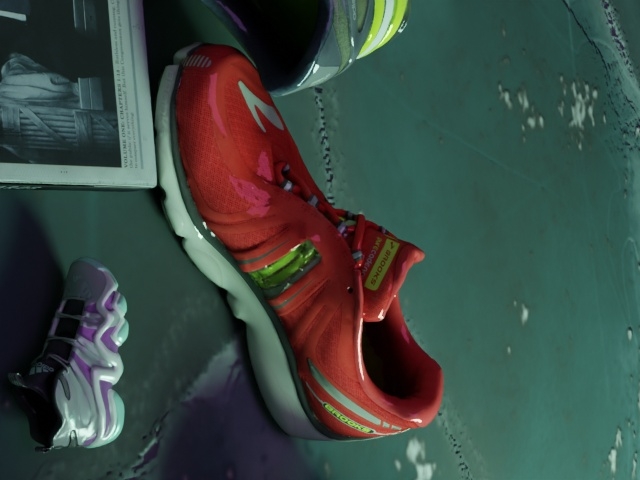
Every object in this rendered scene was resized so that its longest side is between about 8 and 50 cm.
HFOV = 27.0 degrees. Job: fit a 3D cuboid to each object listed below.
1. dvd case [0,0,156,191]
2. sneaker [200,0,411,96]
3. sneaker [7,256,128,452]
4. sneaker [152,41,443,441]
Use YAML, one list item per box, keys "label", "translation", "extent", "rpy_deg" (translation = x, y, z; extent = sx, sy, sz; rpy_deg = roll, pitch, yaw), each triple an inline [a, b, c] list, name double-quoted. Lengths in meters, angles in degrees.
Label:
- label: "dvd case"
  translation: [-0.173, -0.114, 0.638]
  extent: [0.239, 0.029, 0.179]
  rpy_deg: [-2, 86, -55]
- label: "sneaker"
  translation: [-0.054, -0.210, 0.711]
  extent: [0.300, 0.111, 0.121]
  rpy_deg: [54, 32, -18]
- label: "sneaker"
  translation: [-0.130, 0.058, 0.666]
  extent: [0.069, 0.038, 0.098]
  rpy_deg: [-3, 87, -56]
- label: "sneaker"
  translation: [0.000, 0.000, 0.789]
  extent: [0.107, 0.118, 0.279]
  rpy_deg: [-54, 128, -44]
